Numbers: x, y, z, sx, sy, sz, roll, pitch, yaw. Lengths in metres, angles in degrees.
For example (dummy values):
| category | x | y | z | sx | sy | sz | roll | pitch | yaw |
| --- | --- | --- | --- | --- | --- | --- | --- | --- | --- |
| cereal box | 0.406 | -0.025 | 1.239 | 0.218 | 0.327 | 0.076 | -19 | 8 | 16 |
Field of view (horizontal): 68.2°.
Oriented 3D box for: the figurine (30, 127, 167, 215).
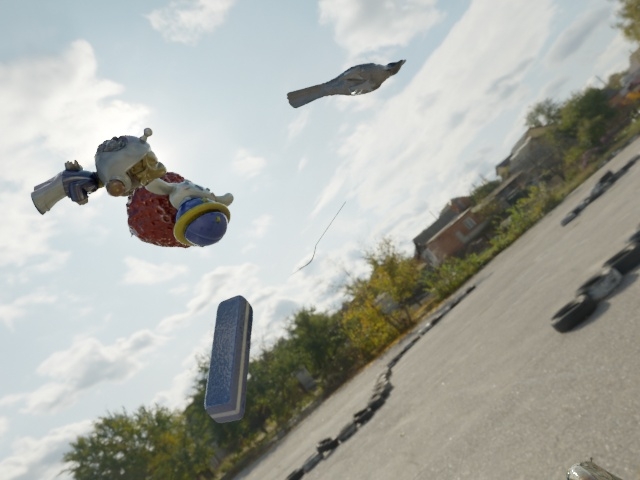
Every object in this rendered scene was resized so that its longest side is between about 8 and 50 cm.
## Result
| category | x | y | z | sx | sy | sz | roll | pitch | yaw |
| --- | --- | --- | --- | --- | --- | --- | --- | --- | --- |
| figurine | -0.490 | -0.147 | 1.045 | 0.275 | 0.133 | 0.193 | -14 | 25 | 7 |

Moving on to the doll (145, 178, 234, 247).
| category | x | y | z | sx | sy | sz | roll | pitch | yaw |
| --- | --- | --- | --- | --- | --- | --- | --- | --- | --- |
| doll | -0.362 | -0.080 | 1.455 | 0.311 | 0.243 | 0.159 | -10 | -51 | -58 |

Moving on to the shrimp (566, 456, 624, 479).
| category | x | y | z | sx | sy | sz | roll | pitch | yaw |
| --- | --- | --- | --- | --- | --- | --- | --- | --- | --- |
| shrimp | 0.586 | 0.496 | 0.836 | 0.085 | 0.360 | 0.247 | -58 | 27 | -3 |

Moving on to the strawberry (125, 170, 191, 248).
| category | x | y | z | sx | sy | sz | roll | pitch | yaw |
| --- | --- | --- | --- | --- | --- | --- | --- | --- | --- |
| strawberry | -0.516 | -0.108 | 1.647 | 0.310 | 0.291 | 0.291 | -4 | -25 | -16 |

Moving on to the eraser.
| category | x | y | z | sx | sy | sz | roll | pitch | yaw |
| --- | --- | --- | --- | --- | --- | --- | --- | --- | --- |
| eraser | -0.169 | 0.215 | 0.876 | 0.036 | 0.224 | 0.082 | 27 | -39 | -37 |

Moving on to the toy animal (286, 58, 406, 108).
| category | x | y | z | sx | sy | sz | roll | pitch | yaw |
| --- | --- | --- | --- | --- | --- | --- | --- | --- | --- |
| toy animal | 0.090 | -0.434 | 1.299 | 0.368 | 0.081 | 0.205 | -19 | 19 | 0 |

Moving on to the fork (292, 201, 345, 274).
| category | x | y | z | sx | sy | sz | roll | pitch | yaw |
| --- | --- | --- | --- | --- | --- | --- | --- | --- | --- |
| fork | 0.002 | 0.001 | 1.194 | 0.235 | 0.021 | 0.039 | -53 | -7 | 10 |
